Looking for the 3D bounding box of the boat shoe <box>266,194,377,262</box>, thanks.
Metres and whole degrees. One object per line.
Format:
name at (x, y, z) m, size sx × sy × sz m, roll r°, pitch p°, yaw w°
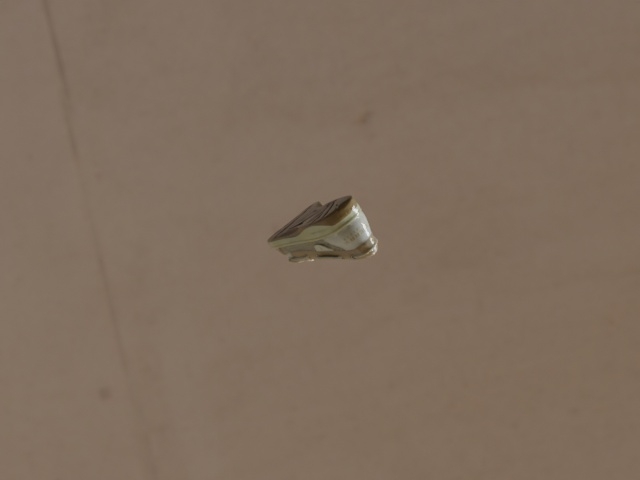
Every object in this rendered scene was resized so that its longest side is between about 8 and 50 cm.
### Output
boat shoe at (0.002, -0.001, 1.460) m, size 0.048 × 0.056 × 0.153 m, roll 53°, pitch -23°, yaw -8°
